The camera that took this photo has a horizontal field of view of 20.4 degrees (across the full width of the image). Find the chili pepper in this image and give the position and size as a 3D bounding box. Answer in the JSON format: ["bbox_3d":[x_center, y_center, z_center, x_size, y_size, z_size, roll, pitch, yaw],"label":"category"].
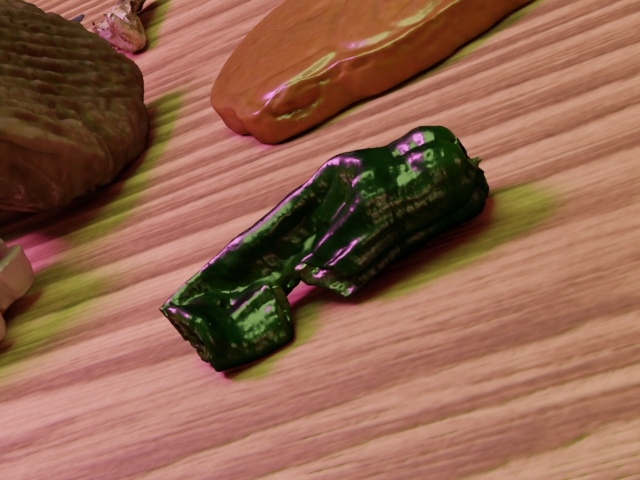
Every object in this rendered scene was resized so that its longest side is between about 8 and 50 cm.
[{"bbox_3d":[0.000,0.001,1.253,0.253,0.083,0.099,-33,32,6],"label":"chili pepper"}]

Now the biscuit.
[{"bbox_3d":[0.053,-0.217,1.659,0.351,0.057,0.312,-24,25,19],"label":"biscuit"}]

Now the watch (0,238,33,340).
[{"bbox_3d":[-0.390,0.017,1.521,0.244,0.231,0.196,-41,30,-15],"label":"watch"}]

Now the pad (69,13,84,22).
[{"bbox_3d":[-0.432,-0.221,2.353,0.243,0.004,0.164,-22,24,24],"label":"pad"}]

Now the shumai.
[{"bbox_3d":[-0.331,-0.086,1.779,0.314,0.267,0.262,-17,-31,-55],"label":"shumai"}]

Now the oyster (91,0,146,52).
[{"bbox_3d":[-0.238,-0.261,2.147,0.106,0.061,0.200,-41,14,29],"label":"oyster"}]
